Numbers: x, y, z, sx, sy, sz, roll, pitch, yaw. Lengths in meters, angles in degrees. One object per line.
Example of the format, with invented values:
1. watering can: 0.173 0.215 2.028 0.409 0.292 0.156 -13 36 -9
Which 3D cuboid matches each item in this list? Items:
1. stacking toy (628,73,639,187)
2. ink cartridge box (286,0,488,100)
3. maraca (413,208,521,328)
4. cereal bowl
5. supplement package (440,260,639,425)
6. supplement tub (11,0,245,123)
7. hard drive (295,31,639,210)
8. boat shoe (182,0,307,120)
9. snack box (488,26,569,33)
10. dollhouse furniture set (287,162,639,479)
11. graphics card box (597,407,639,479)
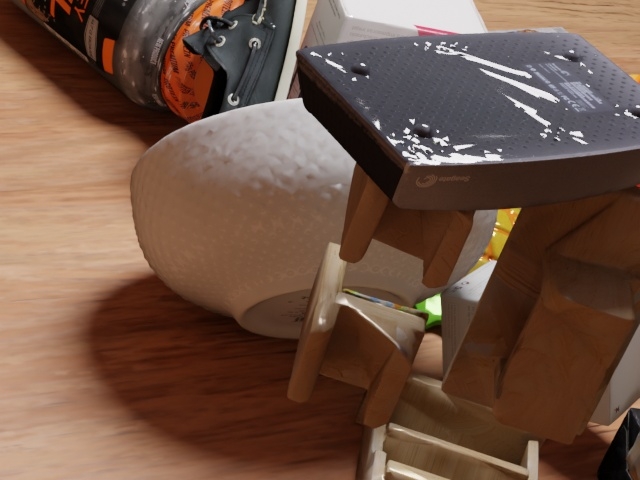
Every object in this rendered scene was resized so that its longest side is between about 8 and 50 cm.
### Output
1. stacking toy: 0.318 -0.154 2.033 0.301 0.175 0.166 15 61 21
2. ink cartridge box: 0.058 -0.157 1.790 0.172 0.237 0.100 8 37 -20
3. maraca: 0.153 0.026 1.710 0.185 0.099 0.127 -36 55 -23
4. cereal bowl: 0.000 0.000 1.488 0.339 0.339 0.141 4 68 -25
5. supplement package: 0.217 0.095 1.571 0.179 0.105 0.105 11 23 33
6. supplement tub: -0.207 -0.284 1.855 0.338 0.207 0.207 39 36 27
7. hard drive: 0.122 -0.086 1.158 0.254 0.054 0.172 -7 38 -31
8. boat shoe: -0.089 -0.175 1.671 0.113 0.340 0.127 10 7 -12
9. snack box: 0.293 -0.271 2.290 0.178 0.022 0.064 -9 44 -38
10. dollhouse furniture set: 0.160 0.098 1.321 0.362 0.394 0.256 18 32 -4
11. graphics card box: 0.465 0.274 1.516 0.370 0.094 0.233 7 33 -19
